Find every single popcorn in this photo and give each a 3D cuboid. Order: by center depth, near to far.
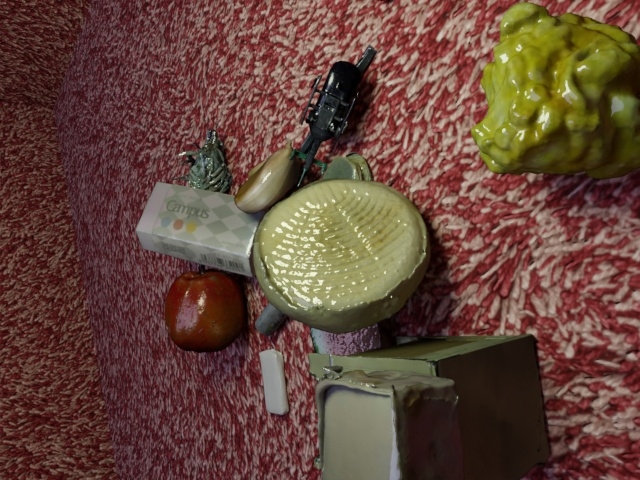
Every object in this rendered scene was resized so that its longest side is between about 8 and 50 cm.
[{"bbox_3d":[0.359,-0.218,0.746,0.235,0.242,0.250,163,112,-74],"label":"popcorn"}]

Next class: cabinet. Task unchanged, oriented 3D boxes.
[{"bbox_3d":[0.182,0.300,0.914,0.318,0.290,0.227,-12,82,49],"label":"cabinet"}]

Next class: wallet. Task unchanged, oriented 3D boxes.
[{"bbox_3d":[-0.136,0.410,1.471,0.095,0.033,0.190,-10,84,47],"label":"wallet"}]

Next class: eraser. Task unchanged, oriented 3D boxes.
[{"bbox_3d":[-0.350,-0.039,1.505,0.397,0.082,0.213,11,73,20],"label":"eraser"}]

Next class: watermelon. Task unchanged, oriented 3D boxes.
[{"bbox_3d":[0.081,0.236,1.147,0.226,0.148,0.318,-49,58,29],"label":"watermelon"}]

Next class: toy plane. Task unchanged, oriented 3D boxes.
[{"bbox_3d":[0.013,-0.281,1.208,0.106,0.155,0.381,24,120,0],"label":"toy plane"}]

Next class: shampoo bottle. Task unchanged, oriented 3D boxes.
[{"bbox_3d":[-0.111,0.183,1.410,0.214,0.072,0.072,-54,54,35],"label":"shampoo bottle"}]

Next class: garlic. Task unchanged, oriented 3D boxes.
[{"bbox_3d":[-0.131,-0.159,1.359,0.110,0.217,0.228,42,130,-15],"label":"garlic"}]

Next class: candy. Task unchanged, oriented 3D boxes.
[{"bbox_3d":[0.089,0.272,0.695,0.185,0.137,0.195,-11,81,50],"label":"candy"}]

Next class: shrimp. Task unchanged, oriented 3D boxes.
[{"bbox_3d":[-0.374,-0.173,1.642,0.221,0.166,0.410,10,114,21],"label":"shrimp"}]

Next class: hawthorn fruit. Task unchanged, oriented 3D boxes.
[{"bbox_3d":[-0.357,0.184,1.549,0.254,0.254,0.300,10,107,48],"label":"hawthorn fruit"}]

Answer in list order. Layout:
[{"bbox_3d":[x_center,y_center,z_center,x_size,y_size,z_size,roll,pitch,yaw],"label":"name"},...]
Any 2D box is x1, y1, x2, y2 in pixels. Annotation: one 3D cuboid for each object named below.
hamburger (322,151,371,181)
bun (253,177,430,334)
[{"bbox_3d":[0.061,-0.136,1.208,0.133,0.062,0.140,58,133,35],"label":"hamburger"},{"bbox_3d":[0.045,0.045,1.059,0.364,0.364,0.202,48,161,36],"label":"bun"}]
